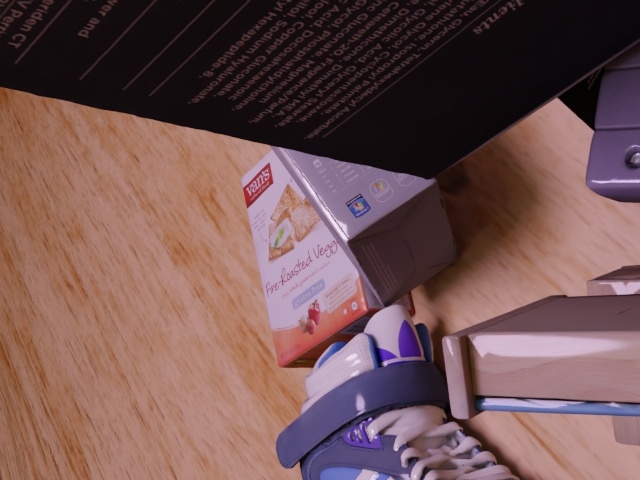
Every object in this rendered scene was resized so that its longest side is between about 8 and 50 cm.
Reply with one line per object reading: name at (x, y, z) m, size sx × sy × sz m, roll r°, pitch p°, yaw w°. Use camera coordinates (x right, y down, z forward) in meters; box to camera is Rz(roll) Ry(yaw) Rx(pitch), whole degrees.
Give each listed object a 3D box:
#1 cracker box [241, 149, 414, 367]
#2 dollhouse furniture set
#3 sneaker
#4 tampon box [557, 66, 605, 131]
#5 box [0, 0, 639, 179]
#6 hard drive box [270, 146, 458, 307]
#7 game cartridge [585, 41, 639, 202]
cracker box at (0.000, 0.000, 1.043) m, size 0.156 × 0.067 × 0.232 m, roll -38°, pitch 55°, yaw 44°
dollhouse furniture set at (0.234, 0.179, 0.582) m, size 0.198 × 0.286 × 0.303 m, roll -4°, pitch 95°, yaw 40°
sneaker at (0.084, 0.171, 0.852) m, size 0.323 × 0.130 × 0.236 m, roll -12°, pitch 80°, yaw 58°
tampon box at (0.250, -0.105, 0.671) m, size 0.161 × 0.120 × 0.101 m, roll 56°, pitch 128°, yaw 40°
box at (-0.032, -0.229, 0.511) m, size 0.212 × 0.395 × 0.293 m, roll -35°, pitch 62°, yaw 36°
hard drive box at (0.016, -0.076, 0.890) m, size 0.089 × 0.181 × 0.232 m, roll -34°, pitch 66°, yaw -1°
game cartridge at (0.305, -0.130, 0.479) m, size 0.355 × 0.068 × 0.230 m, roll 3°, pitch 83°, yaw 47°
